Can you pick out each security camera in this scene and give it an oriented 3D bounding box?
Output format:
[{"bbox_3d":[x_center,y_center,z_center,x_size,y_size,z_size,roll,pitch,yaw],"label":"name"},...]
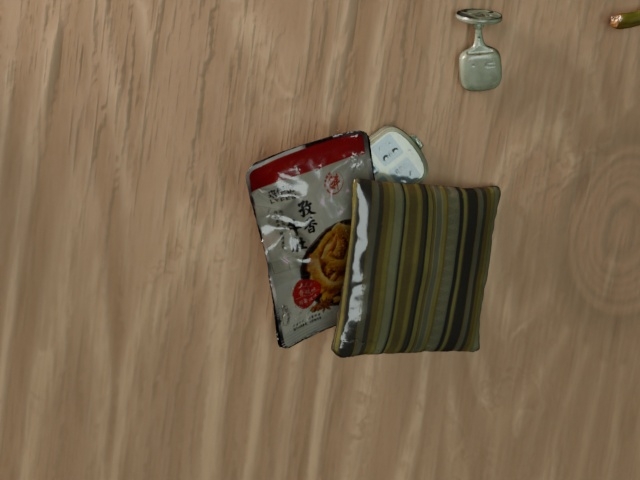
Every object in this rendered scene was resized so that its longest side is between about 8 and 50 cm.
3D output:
[{"bbox_3d":[0.183,-0.220,1.590,0.058,0.058,0.092,-2,114,-7],"label":"security camera"}]

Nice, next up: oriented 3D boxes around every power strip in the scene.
[{"bbox_3d":[0.029,-0.048,1.609,0.227,0.029,0.080,-38,103,2],"label":"power strip"}]

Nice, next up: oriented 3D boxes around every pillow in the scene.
[{"bbox_3d":[0.115,0.033,1.601,0.212,0.052,0.208,1,101,-31],"label":"pillow"}]

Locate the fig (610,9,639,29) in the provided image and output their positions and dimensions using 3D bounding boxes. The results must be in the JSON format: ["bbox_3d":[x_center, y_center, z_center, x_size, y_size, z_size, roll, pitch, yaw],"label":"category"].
[{"bbox_3d":[0.464,-0.293,1.568,0.175,0.207,0.175,10,73,-34],"label":"fig"}]

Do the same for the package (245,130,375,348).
[{"bbox_3d":[0.000,0.000,1.575,0.154,0.030,0.239,-19,115,-19],"label":"package"}]
